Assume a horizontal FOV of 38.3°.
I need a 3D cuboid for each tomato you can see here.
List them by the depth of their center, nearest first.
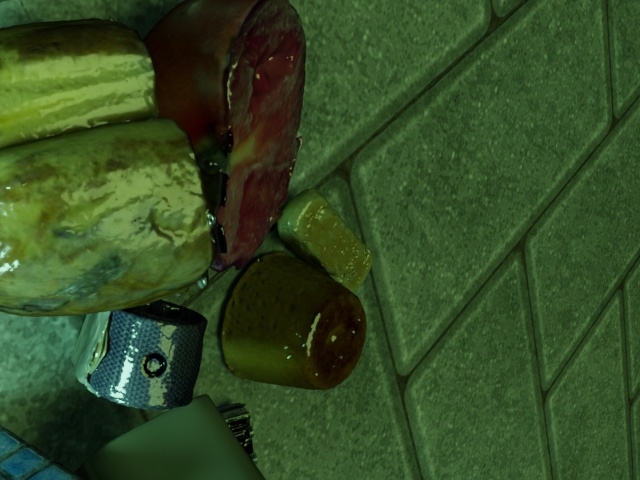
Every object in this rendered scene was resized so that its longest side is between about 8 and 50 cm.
[{"bbox_3d":[-0.133,-0.137,1.109,0.289,0.176,0.335,-41,139,-64],"label":"tomato"}]

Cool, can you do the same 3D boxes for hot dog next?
[{"bbox_3d":[0.000,0.000,1.399,0.084,0.073,0.242,-61,144,-12],"label":"hot dog"}]

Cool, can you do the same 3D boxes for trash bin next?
[{"bbox_3d":[-0.153,0.335,1.062,0.219,0.220,0.250,-24,76,-37],"label":"trash bin"}]

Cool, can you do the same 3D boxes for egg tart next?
[{"bbox_3d":[-0.030,0.124,1.340,0.202,0.147,0.203,-17,112,-48],"label":"egg tart"}]

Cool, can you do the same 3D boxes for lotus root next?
[{"bbox_3d":[-0.256,-0.066,0.881,0.250,0.316,0.316,-16,114,-40],"label":"lotus root"}]

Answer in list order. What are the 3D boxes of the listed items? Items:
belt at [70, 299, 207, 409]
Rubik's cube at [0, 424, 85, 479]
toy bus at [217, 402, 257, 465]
[{"bbox_3d":[-0.205,0.110,1.061,0.139,0.230,0.126,13,91,-16],"label":"belt"},{"bbox_3d":[-0.352,0.358,0.925,0.237,0.237,0.238,-30,125,-40],"label":"Rubik's cube"},{"bbox_3d":[-0.124,0.288,1.342,0.052,0.058,0.102,-13,114,-19],"label":"toy bus"}]
